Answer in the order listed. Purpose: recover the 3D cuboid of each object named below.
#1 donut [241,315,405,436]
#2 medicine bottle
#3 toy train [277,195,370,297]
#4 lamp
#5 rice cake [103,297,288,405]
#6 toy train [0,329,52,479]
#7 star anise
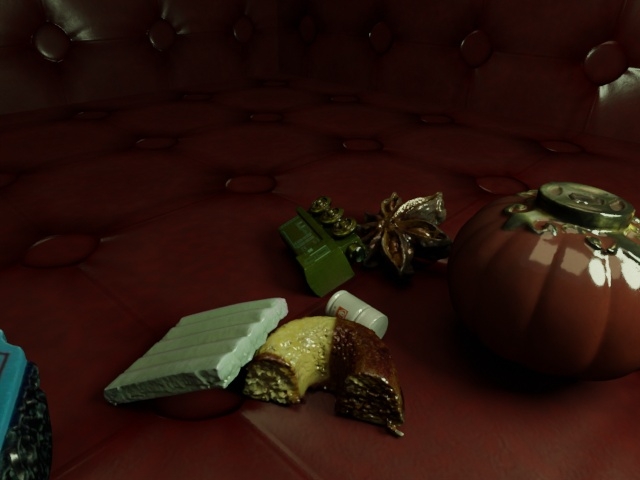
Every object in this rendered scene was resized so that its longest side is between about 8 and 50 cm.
[{"bbox_3d":[0.008,0.163,0.612,0.217,0.085,0.141,5,30,10],"label":"donut"},{"bbox_3d":[0.055,0.122,0.714,0.057,0.057,0.089,-25,39,-38],"label":"medicine bottle"},{"bbox_3d":[0.000,0.000,0.874,0.137,0.090,0.225,-33,32,-6],"label":"toy train"},{"bbox_3d":[0.334,0.055,0.640,0.302,0.257,0.303,2,29,-1],"label":"lamp"},{"bbox_3d":[-0.163,0.144,0.613,0.198,0.037,0.189,-14,19,33],"label":"rice cake"},{"bbox_3d":[-0.384,0.231,0.387,0.264,0.188,0.300,-5,29,-21],"label":"toy train"},{"bbox_3d":[0.170,-0.012,0.907,0.220,0.099,0.214,-42,43,-23],"label":"star anise"}]
